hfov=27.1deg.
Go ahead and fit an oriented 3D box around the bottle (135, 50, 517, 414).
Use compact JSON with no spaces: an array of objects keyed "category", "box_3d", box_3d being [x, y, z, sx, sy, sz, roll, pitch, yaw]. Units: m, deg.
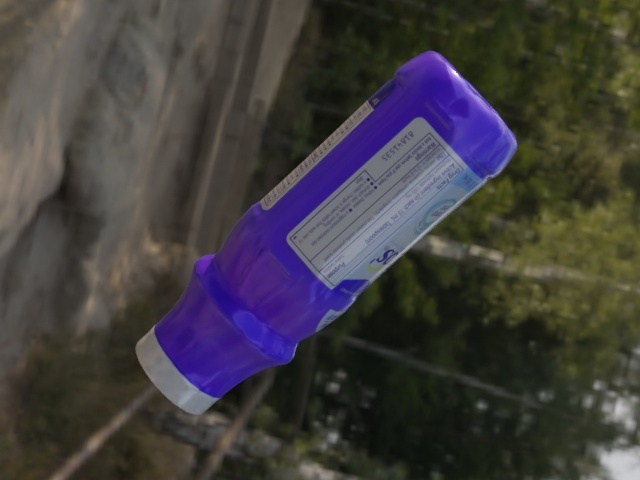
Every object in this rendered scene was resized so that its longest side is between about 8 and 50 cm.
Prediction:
[{"category":"bottle","box_3d":[0.000,0.000,0.872,0.283,0.092,0.118,-43,173,8]}]
